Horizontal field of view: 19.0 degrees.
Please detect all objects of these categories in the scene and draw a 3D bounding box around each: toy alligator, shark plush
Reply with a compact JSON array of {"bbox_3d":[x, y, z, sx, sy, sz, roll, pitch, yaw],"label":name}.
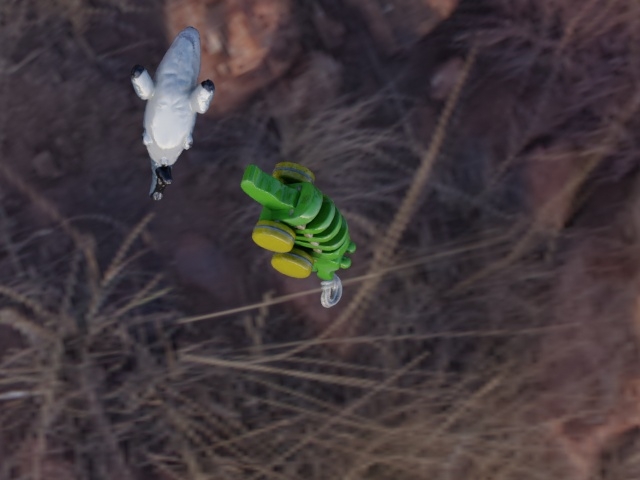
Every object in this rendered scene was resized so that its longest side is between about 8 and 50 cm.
[{"bbox_3d":[0.000,0.000,1.319,0.190,0.051,0.056,55,49,-55],"label":"toy alligator"},{"bbox_3d":[-0.126,-0.107,1.714,0.073,0.067,0.161,1,121,3],"label":"shark plush"}]
